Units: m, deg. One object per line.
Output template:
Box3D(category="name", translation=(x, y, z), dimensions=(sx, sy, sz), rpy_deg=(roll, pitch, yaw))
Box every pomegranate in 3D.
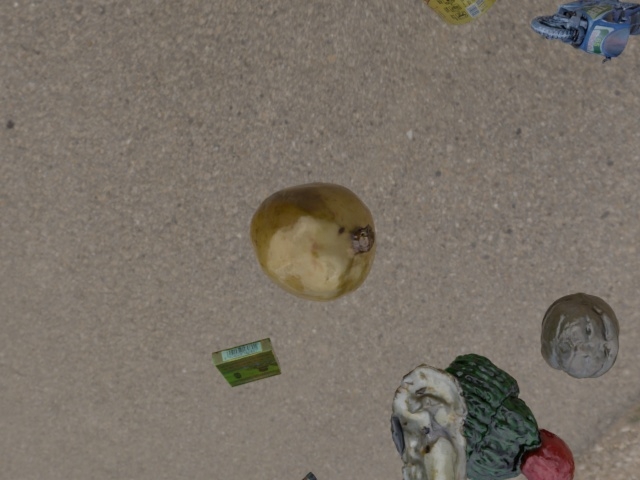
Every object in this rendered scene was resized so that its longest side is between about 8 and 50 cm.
Box3D(category="pomegranate", translation=(-0.017, -0.002, 1.284), dimensions=(0.307, 0.307, 0.307), rpy_deg=(2, 129, 3))

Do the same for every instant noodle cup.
Box3D(category="instant noodle cup", translation=(0.210, -0.424, 0.894), dimensions=(0.151, 0.152, 0.122), rpy_deg=(-30, 141, 25))

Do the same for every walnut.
Box3D(category="walnut", translation=(0.682, 0.246, 1.486), dimensions=(0.224, 0.224, 0.224), rpy_deg=(2, 129, 3))

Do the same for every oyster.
Box3D(category="oyster", translation=(0.184, 0.381, 0.964), dimensions=(0.128, 0.078, 0.345), rpy_deg=(-1, 91, 2))

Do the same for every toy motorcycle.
Box3D(category="toy motorcycle", translation=(0.448, -0.345, 0.898), dimensions=(0.254, 0.135, 0.092), rpy_deg=(-27, 139, -33))

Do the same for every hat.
Box3D(category="hat", translation=(0.373, 0.426, 1.209), dimensions=(0.332, 0.242, 0.274), rpy_deg=(30, 124, 24))

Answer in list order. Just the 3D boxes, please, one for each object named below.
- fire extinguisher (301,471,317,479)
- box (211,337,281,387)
Box3D(category="fire extinguisher", translation=(-0.040, 0.439, 0.978), dimensions=(0.028, 0.083, 0.022), rpy_deg=(46, 157, 19))
Box3D(category="box", translation=(-0.153, 0.265, 1.213), dimensions=(0.121, 0.030, 0.193), rpy_deg=(-14, 153, -5))
